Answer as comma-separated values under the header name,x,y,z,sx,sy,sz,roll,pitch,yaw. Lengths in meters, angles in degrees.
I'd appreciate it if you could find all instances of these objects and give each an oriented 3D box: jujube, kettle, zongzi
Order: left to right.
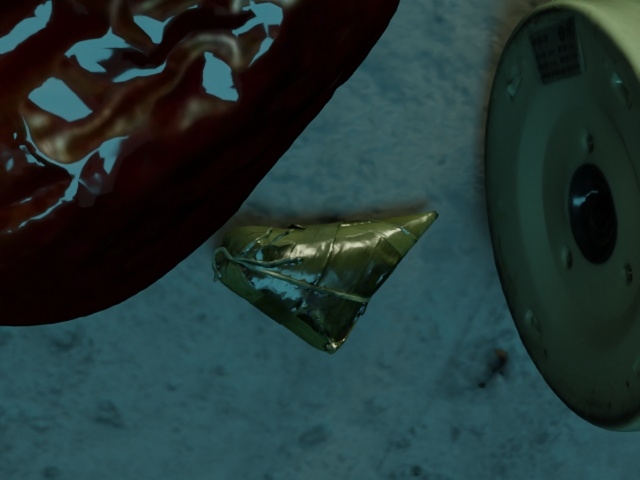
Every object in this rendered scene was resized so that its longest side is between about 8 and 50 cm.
name,x,y,z,sx,sy,sz,roll,pitch,yaw
jujube,-0.108,-0.093,0.882,0.318,0.223,0.223,-39,124,1
zongzi,0.000,0.000,1.068,0.109,0.055,0.119,36,98,-29
kettle,0.297,-0.073,1.001,0.342,0.247,0.319,-9,100,-17
